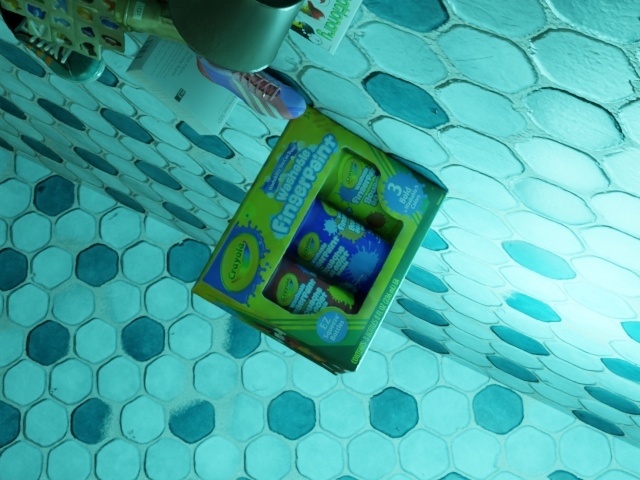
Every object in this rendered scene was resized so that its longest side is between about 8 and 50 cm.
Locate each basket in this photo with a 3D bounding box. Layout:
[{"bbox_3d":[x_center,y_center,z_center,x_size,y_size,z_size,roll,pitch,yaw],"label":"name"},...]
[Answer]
[{"bbox_3d":[-0.112,-0.372,1.518,0.204,0.154,0.227,39,159,-13],"label":"basket"}]

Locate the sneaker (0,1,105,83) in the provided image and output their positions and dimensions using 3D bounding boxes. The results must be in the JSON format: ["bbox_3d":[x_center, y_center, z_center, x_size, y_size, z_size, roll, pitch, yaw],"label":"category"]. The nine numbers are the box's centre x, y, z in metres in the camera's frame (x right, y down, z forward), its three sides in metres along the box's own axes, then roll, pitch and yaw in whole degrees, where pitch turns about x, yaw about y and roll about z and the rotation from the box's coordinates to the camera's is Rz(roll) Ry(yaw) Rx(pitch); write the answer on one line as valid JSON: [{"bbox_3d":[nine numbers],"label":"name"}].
[{"bbox_3d":[-0.629,-0.462,2.311,0.302,0.108,0.121,34,178,21],"label":"sneaker"}]

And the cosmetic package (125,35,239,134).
[{"bbox_3d":[-0.293,-0.340,2.181,0.231,0.117,0.085,38,163,-32],"label":"cosmetic package"}]

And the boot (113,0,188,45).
[{"bbox_3d":[-0.247,-0.404,1.932,0.270,0.089,0.236,16,-165,-5],"label":"boot"}]

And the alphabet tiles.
[{"bbox_3d":[-0.539,-0.510,2.087,0.285,0.011,0.342,20,151,1],"label":"alphabet tiles"}]

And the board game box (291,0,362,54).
[{"bbox_3d":[-0.021,-0.416,1.581,0.193,0.053,0.305,30,164,-3],"label":"board game box"}]

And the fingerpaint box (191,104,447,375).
[{"bbox_3d":[0.000,0.000,2.129,0.371,0.444,0.163,32,163,-8],"label":"fingerpaint box"}]

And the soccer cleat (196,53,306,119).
[{"bbox_3d":[-0.142,-0.325,2.041,0.248,0.083,0.095,30,160,6],"label":"soccer cleat"}]
